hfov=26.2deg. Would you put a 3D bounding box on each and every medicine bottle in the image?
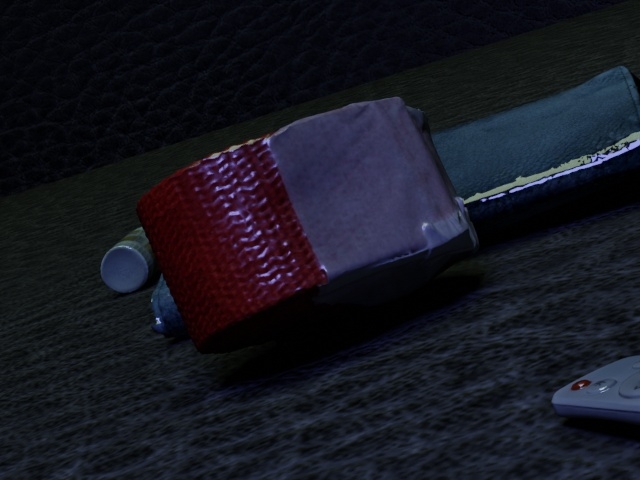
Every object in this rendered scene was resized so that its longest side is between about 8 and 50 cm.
[{"bbox_3d":[-0.173,0.017,1.290,0.047,0.047,0.083,-17,11,12],"label":"medicine bottle"}]

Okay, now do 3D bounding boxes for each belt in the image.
[{"bbox_3d":[0.000,0.000,0.838,0.201,0.124,0.128,-19,-11,-26],"label":"belt"}]

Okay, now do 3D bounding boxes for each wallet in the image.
[{"bbox_3d":[0.063,-0.033,1.014,0.379,0.046,0.190,-18,22,13],"label":"wallet"}]

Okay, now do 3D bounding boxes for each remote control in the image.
[{"bbox_3d":[0.151,0.060,0.497,0.050,0.027,0.184,-21,5,-22],"label":"remote control"}]
